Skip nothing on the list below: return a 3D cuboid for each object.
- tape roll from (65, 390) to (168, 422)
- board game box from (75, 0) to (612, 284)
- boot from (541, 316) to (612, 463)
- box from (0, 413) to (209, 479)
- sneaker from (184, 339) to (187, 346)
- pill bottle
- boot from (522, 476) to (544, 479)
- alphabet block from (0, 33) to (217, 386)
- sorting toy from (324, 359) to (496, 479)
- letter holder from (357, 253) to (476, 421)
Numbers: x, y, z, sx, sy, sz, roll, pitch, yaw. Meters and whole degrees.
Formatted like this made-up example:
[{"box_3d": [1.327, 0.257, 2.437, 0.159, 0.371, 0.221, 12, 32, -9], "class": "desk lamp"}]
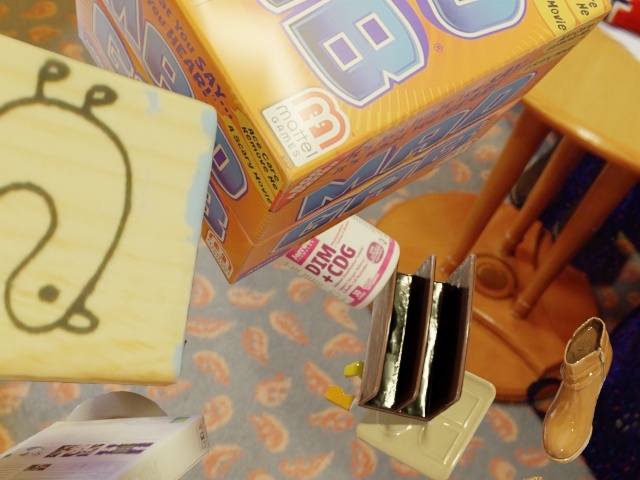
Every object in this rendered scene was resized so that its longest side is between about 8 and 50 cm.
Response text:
[{"box_3d": [-0.373, 0.390, 1.600, 0.219, 0.072, 0.219, 12, 52, -16], "class": "tape roll"}, {"box_3d": [-0.013, -0.225, 0.905, 0.356, 0.356, 0.356, -30, 83, -19], "class": "board game box"}, {"box_3d": [0.372, 0.217, 1.281, 0.073, 0.152, 0.197, 16, 64, 26], "class": "boot"}, {"box_3d": [-0.301, 0.282, 0.985, 0.232, 0.058, 0.322, -8, 6, 22], "class": "box"}, {"box_3d": [-0.301, 0.149, 1.654, 0.135, 0.097, 0.276, 13, 77, 35], "class": "sneaker"}, {"box_3d": [0.000, 0.000, 1.717, 0.283, 0.160, 0.160, 32, 47, -11], "class": "pill bottle"}, {"box_3d": [0.150, 0.263, 0.796, 0.158, 0.084, 0.059, -2, 75, -58], "class": "boot"}, {"box_3d": [-0.208, -0.017, 0.551, 0.197, 0.193, 0.192, 11, 84, -45], "class": "alphabet block"}, {"box_3d": [0.176, 0.334, 1.798, 0.307, 0.041, 0.229, 24, 66, 26], "class": "sorting toy"}, {"box_3d": [0.192, 0.174, 1.704, 0.152, 0.214, 0.302, 14, 66, -8], "class": "letter holder"}]
